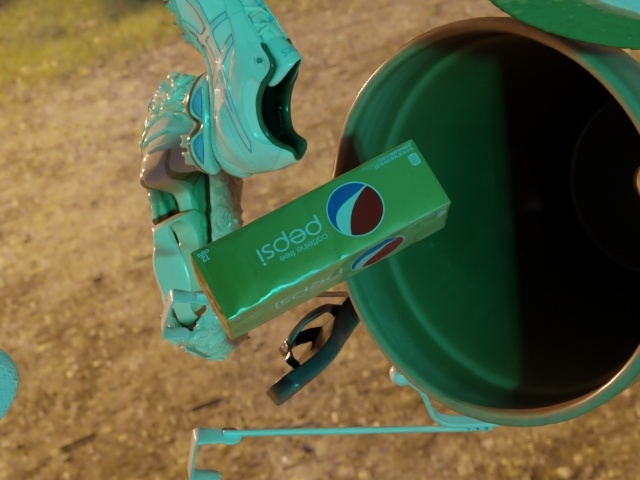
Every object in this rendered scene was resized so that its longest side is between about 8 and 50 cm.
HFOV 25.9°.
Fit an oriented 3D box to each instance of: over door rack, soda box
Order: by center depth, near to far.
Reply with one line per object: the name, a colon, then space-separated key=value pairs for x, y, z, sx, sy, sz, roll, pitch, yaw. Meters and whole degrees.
soda box: x=0.000 y=0.000 z=0.997 sx=0.181 sy=0.058 sz=0.061 roll=-28 pitch=-16 yaw=-8
over door rack: x=0.011 y=0.098 z=1.354 sx=0.324 sy=0.108 sz=0.239 roll=-9 pitch=36 yaw=-7

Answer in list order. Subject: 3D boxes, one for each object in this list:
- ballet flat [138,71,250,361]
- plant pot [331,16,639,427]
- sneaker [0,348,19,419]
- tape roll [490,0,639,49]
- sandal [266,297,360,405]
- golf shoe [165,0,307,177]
ballet flat: x=-0.176 y=-0.041 z=1.864 sx=0.147 sy=0.408 sz=0.147 roll=-10 pitch=-9 yaw=-2
plant pot: x=0.216 y=-0.031 z=1.171 sx=0.323 sy=0.323 sz=0.280 roll=2 pitch=10 yaw=41
sneaker: x=-0.505 y=0.170 z=1.668 sx=0.366 sy=0.137 sz=0.210 roll=-26 pitch=32 yaw=20
tape roll: x=0.227 y=-0.193 z=0.700 sx=0.321 sy=0.077 sz=0.321 roll=-2 pitch=-17 yaw=0
sandal: x=-0.003 y=0.106 z=1.599 sx=0.097 sy=0.054 sz=0.254 roll=-44 pitch=3 yaw=37
golf shoe: x=-0.043 y=-0.125 z=0.834 sx=0.086 sy=0.176 sz=0.069 roll=5 pitch=20 yaw=38
